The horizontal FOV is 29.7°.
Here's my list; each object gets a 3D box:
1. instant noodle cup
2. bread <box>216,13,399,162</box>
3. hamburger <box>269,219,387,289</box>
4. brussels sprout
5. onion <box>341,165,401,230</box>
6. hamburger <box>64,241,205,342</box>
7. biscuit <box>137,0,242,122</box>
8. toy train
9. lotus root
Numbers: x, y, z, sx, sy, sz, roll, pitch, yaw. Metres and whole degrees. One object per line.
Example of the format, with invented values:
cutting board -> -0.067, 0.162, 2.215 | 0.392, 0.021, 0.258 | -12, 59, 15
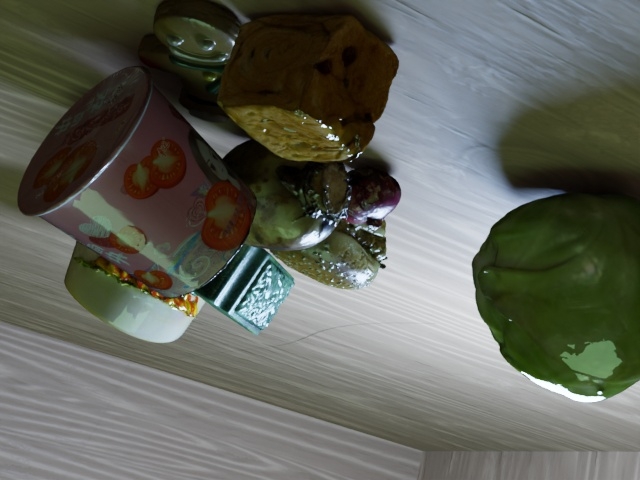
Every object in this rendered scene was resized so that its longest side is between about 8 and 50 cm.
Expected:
instant noodle cup -> -0.231, -0.064, 1.580 | 0.243, 0.243, 0.231 | -7, 138, 48
bread -> -0.015, -0.176, 1.388 | 0.158, 0.149, 0.143 | 0, 156, 35
hamburger -> 0.000, 0.000, 1.985 | 0.215, 0.122, 0.189 | 29, 160, -37
brussels sprout -> 0.380, 0.077, 1.711 | 0.328, 0.327, 0.247 | -5, -172, 44
onion -> 0.068, -0.062, 1.789 | 0.107, 0.097, 0.107 | -9, 168, -2
hamburger -> -0.344, 0.068, 2.299 | 0.276, 0.179, 0.294 | 27, -175, -22
biscuit -> -0.132, -0.213, 1.524 | 0.197, 0.049, 0.301 | 7, 161, 11
toy train -> -0.175, 0.037, 2.069 | 0.238, 0.166, 0.299 | 32, 174, 18
lotus root -> -0.065, -0.069, 1.724 | 0.314, 0.169, 0.141 | 2, 167, 46
